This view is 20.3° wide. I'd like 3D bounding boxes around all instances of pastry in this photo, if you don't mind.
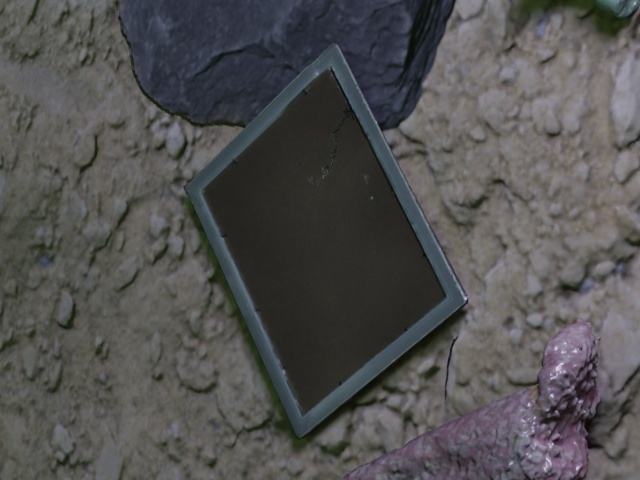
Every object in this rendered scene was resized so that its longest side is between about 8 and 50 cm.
[{"bbox_3d":[0.134,0.178,1.454,0.265,0.103,0.112,-40,68,32],"label":"pastry"}]

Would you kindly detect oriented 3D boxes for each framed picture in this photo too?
[{"bbox_3d":[0.000,0.000,1.643,0.231,0.018,0.293,-42,60,30],"label":"framed picture"}]

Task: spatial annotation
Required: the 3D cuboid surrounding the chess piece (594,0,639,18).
[{"bbox_3d":[0.213,-0.221,1.458,0.103,0.067,0.067,34,107,29],"label":"chess piece"}]
